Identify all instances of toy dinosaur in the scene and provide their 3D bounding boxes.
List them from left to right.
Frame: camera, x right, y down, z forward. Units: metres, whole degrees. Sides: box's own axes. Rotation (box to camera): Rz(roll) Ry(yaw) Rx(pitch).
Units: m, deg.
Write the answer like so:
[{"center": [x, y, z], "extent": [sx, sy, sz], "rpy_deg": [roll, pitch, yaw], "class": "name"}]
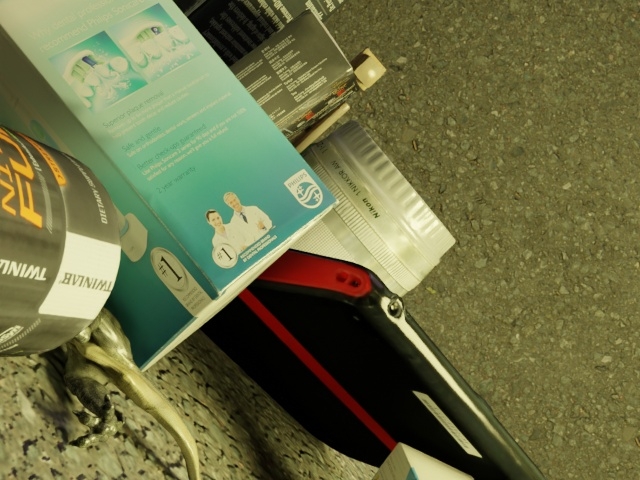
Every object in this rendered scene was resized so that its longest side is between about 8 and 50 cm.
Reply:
[{"center": [-0.157, 0.080, 0.664], "extent": [0.268, 0.064, 0.118], "rpy_deg": [54, -1, -2], "class": "toy dinosaur"}]

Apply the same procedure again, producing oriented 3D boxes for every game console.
[{"center": [0.030, 0.128, 0.939], "extent": [0.342, 0.060, 0.386], "rpy_deg": [6, -35, 48], "class": "game console"}]

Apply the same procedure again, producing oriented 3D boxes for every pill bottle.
[{"center": [-0.208, -0.009, 0.471], "extent": [0.130, 0.130, 0.246], "rpy_deg": [52, 7, 15], "class": "pill bottle"}]

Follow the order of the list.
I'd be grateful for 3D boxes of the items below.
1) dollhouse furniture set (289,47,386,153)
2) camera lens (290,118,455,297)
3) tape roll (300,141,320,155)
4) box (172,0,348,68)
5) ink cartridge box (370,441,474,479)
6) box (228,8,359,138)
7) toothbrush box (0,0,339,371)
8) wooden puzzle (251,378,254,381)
[{"center": [-0.142, -0.259, 1.435], "extent": [0.303, 0.355, 0.174], "rpy_deg": [47, 6, -23], "class": "dollhouse furniture set"}, {"center": [0.002, 0.012, 1.213], "extent": [0.219, 0.274, 0.219], "rpy_deg": [50, 6, -7], "class": "camera lens"}, {"center": [0.000, 0.000, 1.597], "extent": [0.321, 0.077, 0.321], "rpy_deg": [-12, 90, -89], "class": "tape roll"}, {"center": [-0.230, -0.416, 1.164], "extent": [0.480, 0.472, 0.297], "rpy_deg": [51, 5, 11], "class": "box"}, {"center": [0.076, 0.275, 0.861], "extent": [0.090, 0.143, 0.092], "rpy_deg": [29, 13, -20], "class": "ink cartridge box"}, {"center": [-0.104, -0.110, 1.029], "extent": [0.076, 0.307, 0.242], "rpy_deg": [55, 6, -1], "class": "box"}, {"center": [-0.162, -0.069, 0.716], "extent": [0.295, 0.126, 0.216], "rpy_deg": [49, -35, 1], "class": "toothbrush box"}, {"center": [-0.085, 0.135, 1.104], "extent": [0.049, 0.006, 0.083], "rpy_deg": [46, 7, -38], "class": "wooden puzzle"}]
